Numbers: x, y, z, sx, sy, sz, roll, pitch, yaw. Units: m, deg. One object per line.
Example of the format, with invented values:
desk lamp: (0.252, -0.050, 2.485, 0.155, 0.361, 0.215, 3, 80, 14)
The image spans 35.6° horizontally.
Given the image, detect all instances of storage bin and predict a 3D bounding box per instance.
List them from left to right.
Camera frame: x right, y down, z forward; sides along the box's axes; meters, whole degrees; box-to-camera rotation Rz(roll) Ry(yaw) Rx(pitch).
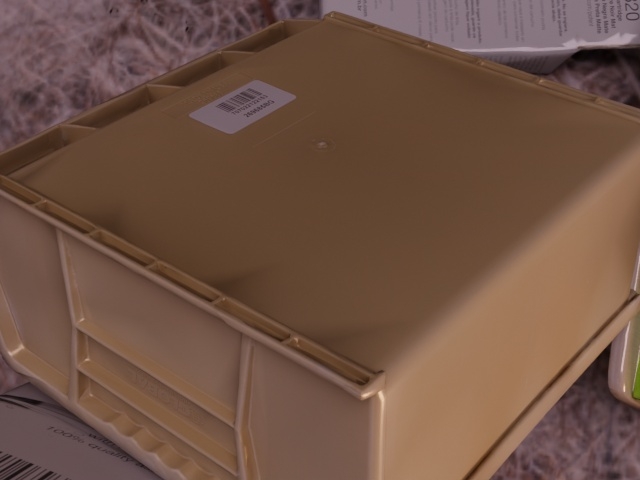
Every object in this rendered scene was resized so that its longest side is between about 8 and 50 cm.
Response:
storage bin: (0.000, 0.000, 0.515, 0.260, 0.123, 0.262, 25, 43, 31)

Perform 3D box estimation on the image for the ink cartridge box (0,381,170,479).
ink cartridge box: (-0.090, 0.174, 0.471, 0.223, 0.307, 0.129, 21, 95, 7)

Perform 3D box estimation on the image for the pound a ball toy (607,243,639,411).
pound a ball toy: (0.301, 0.003, 0.575, 0.208, 0.135, 0.319, 1, 73, 39)

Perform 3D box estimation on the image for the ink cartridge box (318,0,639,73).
ink cartridge box: (0.108, -0.225, 0.700, 0.224, 0.045, 0.223, -1, 77, 1)
